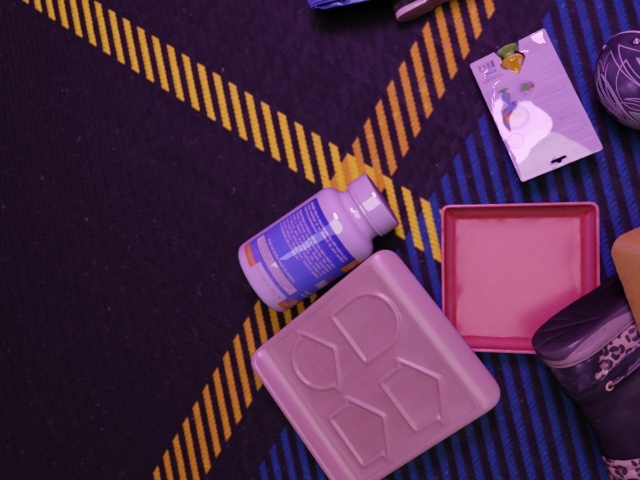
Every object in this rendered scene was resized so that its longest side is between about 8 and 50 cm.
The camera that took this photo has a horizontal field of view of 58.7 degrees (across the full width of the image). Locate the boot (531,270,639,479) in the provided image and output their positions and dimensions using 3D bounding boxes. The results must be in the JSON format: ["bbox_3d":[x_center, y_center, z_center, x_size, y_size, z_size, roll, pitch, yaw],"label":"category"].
[{"bbox_3d":[0.545,0.188,0.896,0.377,0.138,0.284,-28,97,-12],"label":"boot"}]

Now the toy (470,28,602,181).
[{"bbox_3d":[0.371,-0.231,0.993,0.137,0.056,0.237,-23,79,16],"label":"toy"}]

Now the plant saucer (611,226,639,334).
[{"bbox_3d":[0.621,0.096,0.795,0.332,0.081,0.333,-21,93,-5],"label":"plant saucer"}]

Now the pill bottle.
[{"bbox_3d":[0.000,0.000,1.033,0.272,0.152,0.152,-33,82,12],"label":"pill bottle"}]

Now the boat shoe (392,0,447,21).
[{"bbox_3d":[0.223,-0.470,1.025,0.206,0.075,0.065,-22,87,18],"label":"boat shoe"}]

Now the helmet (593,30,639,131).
[{"bbox_3d":[0.525,-0.255,0.900,0.161,0.169,0.169,-20,84,-3],"label":"helmet"}]

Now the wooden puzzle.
[{"bbox_3d":[0.091,0.239,1.033,0.348,0.080,0.322,-40,79,16],"label":"wooden puzzle"}]

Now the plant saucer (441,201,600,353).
[{"bbox_3d":[0.345,0.065,0.998,0.259,0.048,0.258,-1,89,15],"label":"plant saucer"}]

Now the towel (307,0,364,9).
[{"bbox_3d":[0.088,-0.588,1.050,0.243,0.040,0.336,-6,73,15],"label":"towel"}]
